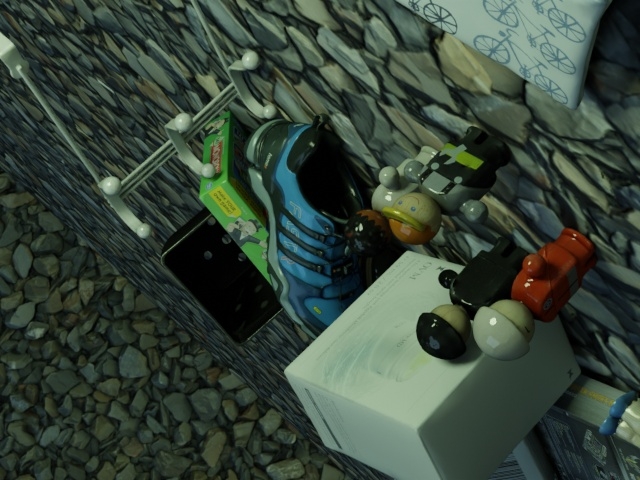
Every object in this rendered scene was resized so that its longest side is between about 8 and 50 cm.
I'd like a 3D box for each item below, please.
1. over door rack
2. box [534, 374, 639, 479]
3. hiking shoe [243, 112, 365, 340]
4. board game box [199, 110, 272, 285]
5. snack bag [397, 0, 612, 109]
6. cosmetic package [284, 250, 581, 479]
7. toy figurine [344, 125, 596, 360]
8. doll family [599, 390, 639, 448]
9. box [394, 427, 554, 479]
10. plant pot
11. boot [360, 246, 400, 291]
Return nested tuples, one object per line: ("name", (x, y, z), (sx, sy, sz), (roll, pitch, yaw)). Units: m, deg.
("over door rack", (-0.199, -0.178, 1.392), (0.108, 0.239, 0.324), (32, 161, 45))
("box", (0.343, 0.256, 1.424), (0.183, 0.056, 0.231), (20, 147, 48))
("hiking shoe", (0.000, 0.000, 1.478), (0.132, 0.113, 0.304), (4, 119, 55))
("board game box", (-0.048, -0.002, 1.640), (0.317, 0.046, 0.213), (52, -166, -26))
("snack bag", (0.069, -0.250, 0.826), (0.323, 0.037, 0.342), (36, 165, 14))
("cosmetic package", (0.125, 0.147, 1.373), (0.225, 0.224, 0.138), (17, 142, 48))
("toy figurine", (0.134, 0.011, 1.197), (0.209, 0.148, 0.213), (48, 165, -11))
("doll family", (0.358, 0.131, 1.052), (0.163, 0.118, 0.263), (43, 148, 32))
("box", (0.178, 0.241, 1.511), (0.182, 0.119, 0.181), (-14, 131, 20))
("plant pot", (-0.126, 0.016, 1.865), (0.188, 0.187, 0.167), (50, 177, -19))
("boot", (0.143, 0.084, 1.562), (0.137, 0.077, 0.198), (7, 140, 42))
